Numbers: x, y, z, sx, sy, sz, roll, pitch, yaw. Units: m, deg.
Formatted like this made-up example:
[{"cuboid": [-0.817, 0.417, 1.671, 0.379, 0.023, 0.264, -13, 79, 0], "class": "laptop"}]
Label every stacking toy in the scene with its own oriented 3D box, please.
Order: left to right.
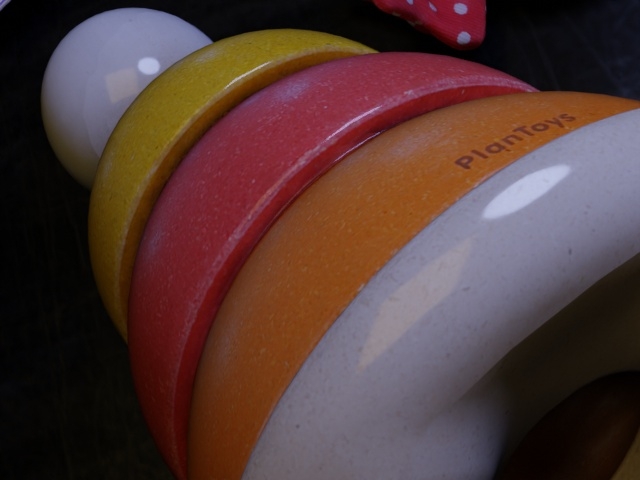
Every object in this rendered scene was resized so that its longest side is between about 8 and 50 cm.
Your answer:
[{"cuboid": [0.000, 0.000, 0.813, 0.350, 0.350, 0.480, -45, 48, -2], "class": "stacking toy"}]

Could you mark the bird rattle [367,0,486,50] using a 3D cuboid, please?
[{"cuboid": [0.114, -0.235, 0.913, 0.207, 0.143, 0.253, 4, 76, 0], "class": "bird rattle"}]

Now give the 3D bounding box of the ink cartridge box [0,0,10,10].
[{"cuboid": [-0.216, -0.263, 1.056, 0.206, 0.045, 0.208, -46, 65, -2], "class": "ink cartridge box"}]
